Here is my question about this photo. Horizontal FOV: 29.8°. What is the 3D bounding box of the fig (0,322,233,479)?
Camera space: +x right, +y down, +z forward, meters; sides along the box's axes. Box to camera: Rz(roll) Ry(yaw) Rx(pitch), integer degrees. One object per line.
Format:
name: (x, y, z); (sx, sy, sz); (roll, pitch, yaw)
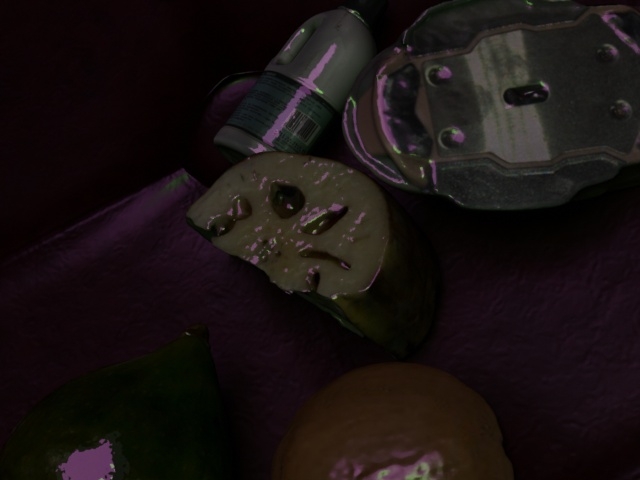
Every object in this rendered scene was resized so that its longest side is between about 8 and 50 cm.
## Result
fig: (-0.158, 0.174, 1.016); (0.195, 0.195, 0.245); (18, 76, 28)

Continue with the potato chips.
potato chips: (0.053, 0.185, 1.007); (0.208, 0.062, 0.195); (21, 71, 31)

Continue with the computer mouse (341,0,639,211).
computer mouse: (0.210, -0.120, 1.074); (0.389, 0.115, 0.199); (-7, 81, -5)

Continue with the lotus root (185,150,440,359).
lotus root: (0.000, 0.000, 1.087); (0.235, 0.119, 0.138); (24, 74, 32)

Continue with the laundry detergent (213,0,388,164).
laundry detergent: (-0.007, -0.163, 1.203); (0.099, 0.070, 0.225); (26, 76, 36)
